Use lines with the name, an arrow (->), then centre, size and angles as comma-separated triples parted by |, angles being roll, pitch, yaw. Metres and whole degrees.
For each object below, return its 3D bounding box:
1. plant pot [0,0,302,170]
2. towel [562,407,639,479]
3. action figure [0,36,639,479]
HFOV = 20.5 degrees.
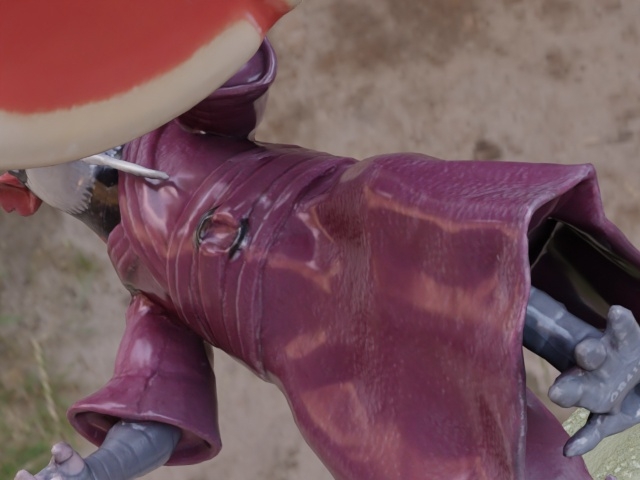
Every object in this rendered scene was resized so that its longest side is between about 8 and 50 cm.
plant pot -> -0.125, -0.163, 0.523 | 0.275, 0.275, 0.243 | -37, 53, -16
towel -> 0.161, 0.144, 1.072 | 0.148, 0.027, 0.110 | -39, 23, -19
action figure -> 0.000, 0.000, 0.774 | 0.370, 0.248, 0.276 | 27, 21, 37
